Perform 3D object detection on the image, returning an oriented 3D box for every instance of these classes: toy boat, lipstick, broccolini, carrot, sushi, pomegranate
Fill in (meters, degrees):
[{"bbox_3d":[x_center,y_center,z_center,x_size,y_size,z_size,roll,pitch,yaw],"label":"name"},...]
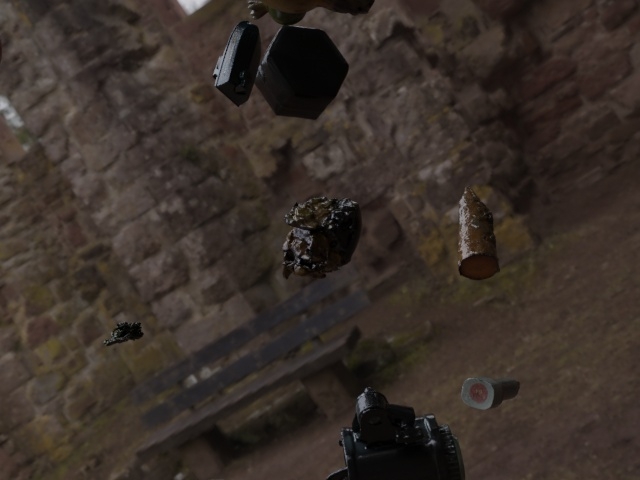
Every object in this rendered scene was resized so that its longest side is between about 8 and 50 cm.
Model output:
[{"bbox_3d":[-0.118,-0.269,1.299,0.060,0.055,0.141,-9,57,36],"label":"toy boat"},{"bbox_3d":[0.332,0.281,1.646,0.063,0.057,0.186,12,3,35],"label":"lipstick"},{"bbox_3d":[-0.525,0.242,2.313,0.074,0.058,0.201,-15,-4,4],"label":"broccolini"},{"bbox_3d":[0.364,-0.030,2.098,0.102,0.102,0.263,-32,41,32],"label":"carrot"},{"bbox_3d":[-0.005,0.002,2.263,0.213,0.204,0.200,16,30,38],"label":"sushi"},{"bbox_3d":[-0.097,-0.548,2.024,0.142,0.114,0.114,-11,9,14],"label":"pomegranate"}]

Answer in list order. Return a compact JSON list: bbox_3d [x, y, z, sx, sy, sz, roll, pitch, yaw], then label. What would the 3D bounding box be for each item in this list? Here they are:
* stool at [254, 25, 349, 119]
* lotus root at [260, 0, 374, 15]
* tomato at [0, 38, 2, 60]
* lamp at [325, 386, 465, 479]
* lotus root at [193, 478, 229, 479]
[{"bbox_3d":[-0.052,-0.429,2.268,0.232,0.232,0.141,-36,-5,-34],"label":"stool"},{"bbox_3d":[-0.047,-0.466,1.445,0.183,0.310,0.183,-49,0,0],"label":"lotus root"},{"bbox_3d":[-0.894,-0.467,2.112,0.256,0.224,0.256,-34,-13,-9],"label":"tomato"},{"bbox_3d":[0.165,0.487,1.852,0.205,0.272,0.374,-98,19,-59],"label":"lamp"},{"bbox_3d":[-0.224,0.516,1.755,0.165,0.088,0.088,6,-22,-34],"label":"lotus root"}]
